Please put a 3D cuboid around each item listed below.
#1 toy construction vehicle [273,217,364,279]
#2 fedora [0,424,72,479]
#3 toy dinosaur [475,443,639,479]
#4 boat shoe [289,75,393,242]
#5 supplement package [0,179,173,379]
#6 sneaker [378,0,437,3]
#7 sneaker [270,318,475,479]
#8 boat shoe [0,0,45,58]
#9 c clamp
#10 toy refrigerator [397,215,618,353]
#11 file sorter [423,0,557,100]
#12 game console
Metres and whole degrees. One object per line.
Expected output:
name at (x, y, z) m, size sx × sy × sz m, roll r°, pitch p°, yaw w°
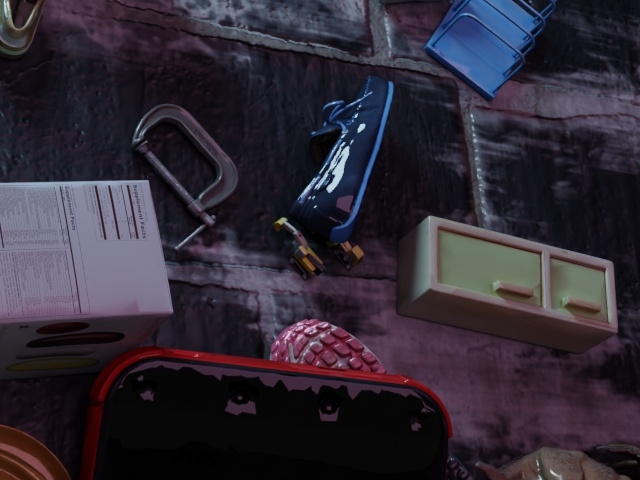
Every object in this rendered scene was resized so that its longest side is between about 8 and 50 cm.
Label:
toy construction vehicle at (0.000, 0.000, 1.704) m, size 0.086 × 0.035 × 0.098 m, roll -35°, pitch 85°, yaw -35°
fedora at (-0.315, 0.264, 1.390) m, size 0.194 × 0.079 × 0.194 m, roll 11°, pitch 62°, yaw -22°
toy dinosaur at (0.314, 0.295, 1.681) m, size 0.296 × 0.127 × 0.200 m, roll 20°, pitch 51°, yaw -4°
boat shoe at (0.028, -0.117, 1.723) m, size 0.089 × 0.109 × 0.258 m, roll 17°, pitch 45°, yaw 2°
supplement package at (-0.286, 0.045, 1.439) m, size 0.203 × 0.194 × 0.149 m, roll -2°, pitch 68°, yaw -28°
sneaker at (0.131, -0.364, 1.935) m, size 0.134 × 0.051 × 0.070 m, roll -9°, pitch 76°, yaw -26°
sneaker at (0.048, 0.220, 1.576) m, size 0.121 × 0.112 × 0.299 m, roll -39°, pitch 92°, yaw -13°
boat shoe at (-0.342, -0.305, 1.650) m, size 0.068 × 0.072 × 0.190 m, roll 11°, pitch 62°, yaw -22°
c clamp at (-0.165, -0.084, 1.667) m, size 0.137 × 0.022 × 0.160 m, roll -35°, pitch 86°, yaw -35°
toy refrigerator at (0.235, 0.057, 1.763) m, size 0.269 × 0.094 × 0.102 m, roll 14°, pitch 61°, yaw -22°
file sorter at (0.243, -0.303, 1.932) m, size 0.118 × 0.104 × 0.170 m, roll 36°, pitch 56°, yaw -7°
game console at (-0.057, 0.293, 1.453) m, size 0.387 × 0.060 × 0.342 m, roll 8°, pitch 85°, yaw -14°
